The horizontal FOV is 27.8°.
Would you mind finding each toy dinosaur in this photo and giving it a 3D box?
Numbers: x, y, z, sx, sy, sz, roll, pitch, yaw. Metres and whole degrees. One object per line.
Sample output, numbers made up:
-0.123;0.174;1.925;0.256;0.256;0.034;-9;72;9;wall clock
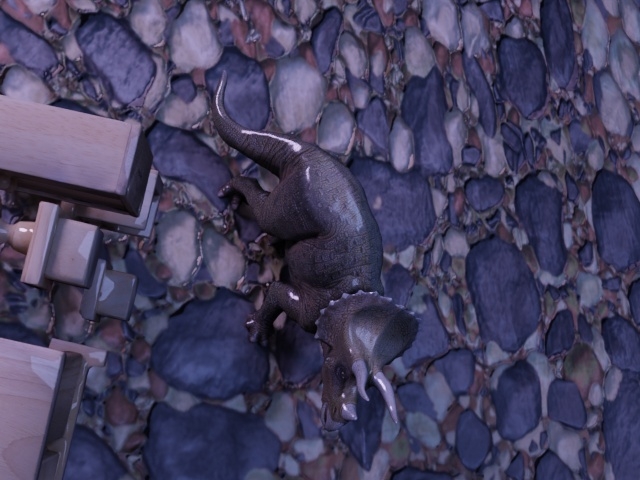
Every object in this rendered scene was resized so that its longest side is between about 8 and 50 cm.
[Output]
0.000;0.000;1.084;0.121;0.160;0.314;-8;84;-42;toy dinosaur

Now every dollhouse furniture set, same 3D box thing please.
-0.234;0.090;0.839;0.173;0.303;0.356;13;84;-1;dollhouse furniture set
